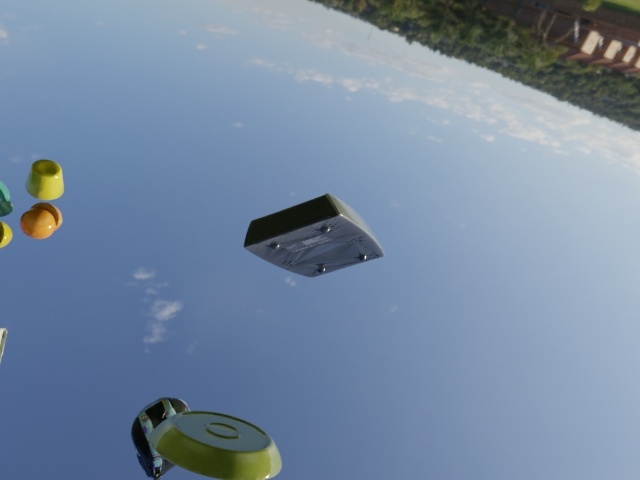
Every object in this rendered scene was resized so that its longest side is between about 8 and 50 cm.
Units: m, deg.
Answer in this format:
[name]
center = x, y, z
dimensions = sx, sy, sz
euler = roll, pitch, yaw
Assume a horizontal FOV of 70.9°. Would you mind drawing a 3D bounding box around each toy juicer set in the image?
[toy juicer set]
center = -0.644, -0.059, 0.813
dimensions = 0.329, 0.089, 0.209
euler = -1, -124, -36

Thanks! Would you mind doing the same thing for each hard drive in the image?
[hard drive]
center = 0.000, 0.000, 0.749
dimensions = 0.255, 0.172, 0.054
euler = 34, -139, -63

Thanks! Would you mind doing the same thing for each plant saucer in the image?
[plant saucer]
center = -0.181, 0.358, 0.812
dimensions = 0.241, 0.037, 0.241
euler = 15, 174, 2

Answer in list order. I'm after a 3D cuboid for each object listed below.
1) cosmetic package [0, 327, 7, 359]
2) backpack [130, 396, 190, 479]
[cosmetic package]
center = -0.703, 0.187, 0.622
dimensions = 0.385, 0.217, 0.156
euler = 21, -117, -47
[backpack]
center = -0.393, 0.472, 1.122
dimensions = 0.158, 0.173, 0.117
euler = -28, -163, -27
